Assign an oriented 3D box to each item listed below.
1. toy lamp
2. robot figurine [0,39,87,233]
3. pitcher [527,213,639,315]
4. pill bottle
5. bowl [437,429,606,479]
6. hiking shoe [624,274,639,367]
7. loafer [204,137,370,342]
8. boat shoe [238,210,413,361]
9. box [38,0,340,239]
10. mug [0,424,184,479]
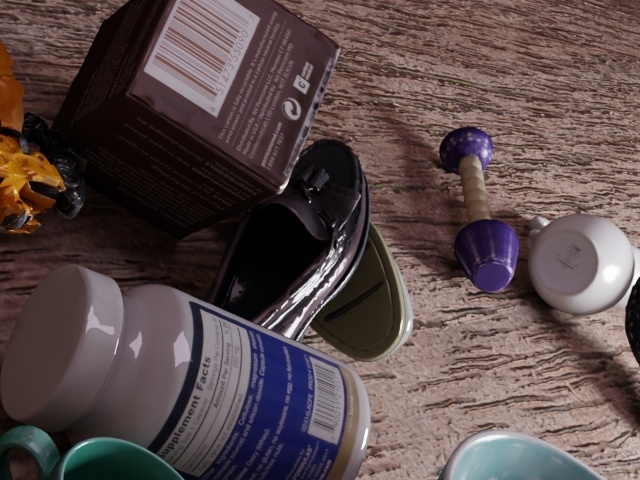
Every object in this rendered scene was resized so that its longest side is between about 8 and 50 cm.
[{"bbox_3d":[0.193,-0.038,1.992,0.080,0.080,0.274,31,31,-23],"label":"toy lamp"},{"bbox_3d":[-0.320,-0.113,1.400,0.211,0.085,0.291,6,45,-50],"label":"robot figurine"},{"bbox_3d":[0.315,0.019,2.054,0.178,0.125,0.207,32,11,23],"label":"pitcher"},{"bbox_3d":[-0.104,0.123,1.280,0.265,0.153,0.153,26,32,-30],"label":"pill bottle"},{"bbox_3d":[0.172,0.328,1.350,0.312,0.163,0.311,32,29,-20],"label":"bowl"},{"bbox_3d":[0.429,0.139,2.010,0.114,0.086,0.226,21,66,-62],"label":"hiking shoe"},{"bbox_3d":[-0.031,0.010,1.469,0.109,0.095,0.302,16,53,15],"label":"loafer"},{"bbox_3d":[0.000,0.000,1.624,0.302,0.113,0.103,55,8,26],"label":"boat shoe"},{"bbox_3d":[-0.121,-0.128,1.500,0.167,0.203,0.168,32,63,-21],"label":"box"},{"bbox_3d":[-0.159,0.207,1.147,0.129,0.097,0.157,3,46,-51],"label":"mug"}]
